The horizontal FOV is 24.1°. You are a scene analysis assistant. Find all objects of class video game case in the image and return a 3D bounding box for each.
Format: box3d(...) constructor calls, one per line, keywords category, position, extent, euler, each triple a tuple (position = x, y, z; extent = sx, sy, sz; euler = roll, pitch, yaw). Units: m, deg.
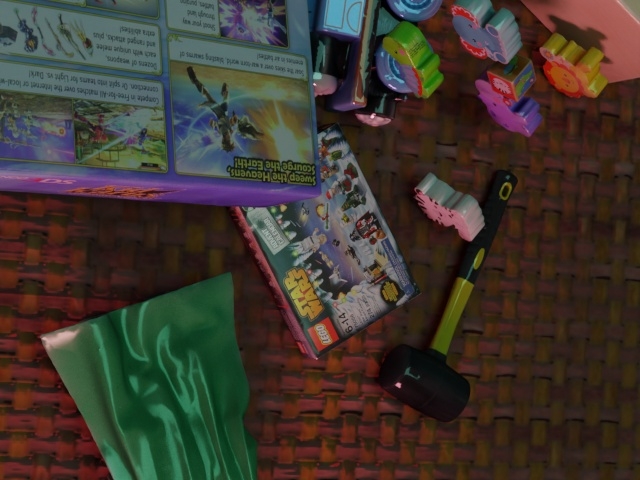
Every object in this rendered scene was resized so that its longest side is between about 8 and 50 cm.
box3d(category="video game case", position=(-0.121, -0.148, 0.900), extent=(0.269, 0.061, 0.244), euler=(3, 79, -44))

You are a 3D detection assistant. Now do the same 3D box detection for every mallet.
box3d(category="mallet", position=(0.094, 0.032, 1.072), extent=(0.062, 0.039, 0.190), euler=(22, 77, -26))

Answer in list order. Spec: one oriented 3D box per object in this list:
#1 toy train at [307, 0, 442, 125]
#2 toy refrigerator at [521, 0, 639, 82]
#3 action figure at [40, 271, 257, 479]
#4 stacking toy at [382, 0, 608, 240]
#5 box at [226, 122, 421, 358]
box3d(category="toy train", position=(0.027, -0.173, 1.022), extent=(0.105, 0.080, 0.184), euler=(9, 89, -15))
box3d(category="toy refrigerator", position=(0.167, -0.239, 1.069), extent=(0.269, 0.102, 0.094), euler=(42, 74, -17))
box3d(category="action figure", position=(-0.089, 0.151, 0.971), extent=(0.137, 0.063, 0.232), euler=(-17, 93, -25))
box3d(category="stacking toy", position=(0.118, -0.122, 1.013), extent=(0.167, 0.052, 0.221), euler=(-48, 146, -17))
box3d(category="box", position=(0.000, 0.000, 1.032), extent=(0.094, 0.027, 0.137), euler=(-31, 102, -20))
